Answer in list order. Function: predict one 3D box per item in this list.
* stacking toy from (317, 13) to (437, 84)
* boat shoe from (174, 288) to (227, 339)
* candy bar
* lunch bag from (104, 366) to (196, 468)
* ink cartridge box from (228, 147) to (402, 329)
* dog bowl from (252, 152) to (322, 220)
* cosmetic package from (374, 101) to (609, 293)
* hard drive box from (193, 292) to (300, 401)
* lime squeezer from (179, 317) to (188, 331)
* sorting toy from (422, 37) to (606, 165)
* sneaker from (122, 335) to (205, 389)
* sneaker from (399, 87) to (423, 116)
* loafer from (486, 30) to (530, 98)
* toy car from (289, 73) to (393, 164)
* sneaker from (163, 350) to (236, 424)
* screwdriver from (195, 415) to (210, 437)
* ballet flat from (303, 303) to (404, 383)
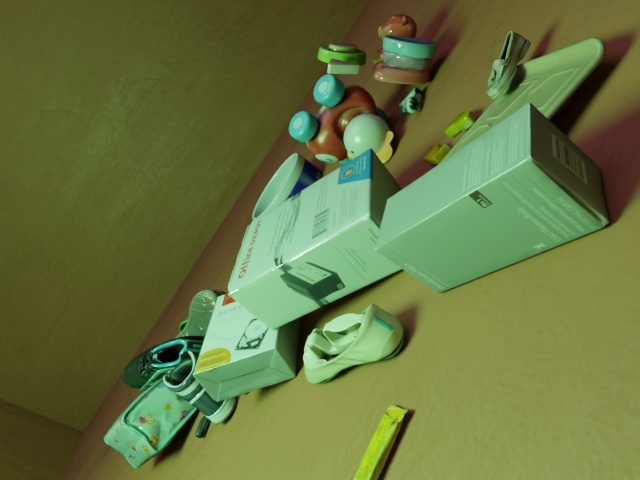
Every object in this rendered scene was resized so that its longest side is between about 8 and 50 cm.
[{"bbox_3d":[0.143,-0.503,1.198,0.308,0.280,0.130,-99,15,-59],"label":"stacking toy"},{"bbox_3d":[-0.379,0.302,1.520,0.324,0.123,0.116,-62,-17,13],"label":"boat shoe"},{"bbox_3d":[0.060,0.272,0.561,0.161,0.018,0.040,-62,15,-15],"label":"candy bar"},{"bbox_3d":[-0.439,0.463,1.309,0.223,0.160,0.262,-45,4,44],"label":"lunch bag"},{"bbox_3d":[0.000,0.000,0.875,0.308,0.129,0.223,-29,31,26],"label":"ink cartridge box"},{"bbox_3d":[-0.112,-0.154,1.569,0.265,0.104,0.264,-48,21,25],"label":"dog bowl"},{"bbox_3d":[0.190,-0.036,0.569,0.238,0.127,0.107,-39,25,47],"label":"cosmetic package"},{"bbox_3d":[-0.141,0.194,0.982,0.181,0.089,0.232,-21,29,13],"label":"hard drive box"},{"bbox_3d":[-0.522,0.351,1.860,0.310,0.059,0.109,-40,24,39],"label":"lime squeezer"},{"bbox_3d":[0.274,-0.179,0.741,0.229,0.041,0.307,-53,12,2],"label":"sorting toy"},{"bbox_3d":[-0.480,0.353,1.412,0.341,0.140,0.124,-25,63,18],"label":"sneaker"},{"bbox_3d":[0.210,-0.318,1.132,0.069,0.038,0.098,-40,15,45],"label":"sneaker"},{"bbox_3d":[0.293,-0.283,0.759,0.125,0.039,0.045,-57,12,-17],"label":"loafer"},{"bbox_3d":[0.085,-0.250,1.163,0.210,0.219,0.238,-51,48,19],"label":"toy car"},{"bbox_3d":[-0.302,0.329,1.148,0.099,0.153,0.282,-49,19,-13],"label":"sneaker"},{"bbox_3d":[-0.268,0.413,1.178,0.024,0.025,0.169,-42,15,40],"label":"screwdriver"},{"bbox_3d":[0.025,0.160,0.735,0.248,0.086,0.086,-38,26,45],"label":"ballet flat"}]
